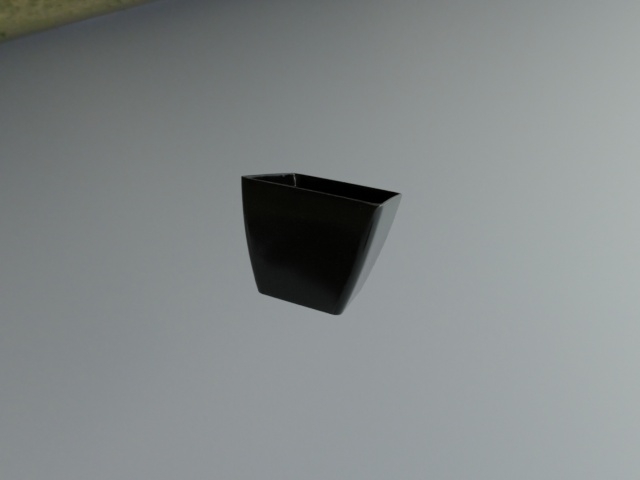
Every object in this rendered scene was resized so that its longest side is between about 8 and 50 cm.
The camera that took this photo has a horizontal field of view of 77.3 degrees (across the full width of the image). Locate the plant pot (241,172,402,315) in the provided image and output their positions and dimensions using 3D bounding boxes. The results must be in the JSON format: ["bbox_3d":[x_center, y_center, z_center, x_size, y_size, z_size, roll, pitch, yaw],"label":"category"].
[{"bbox_3d":[0.000,0.000,0.585,0.188,0.166,0.188,13,-167,16],"label":"plant pot"}]
